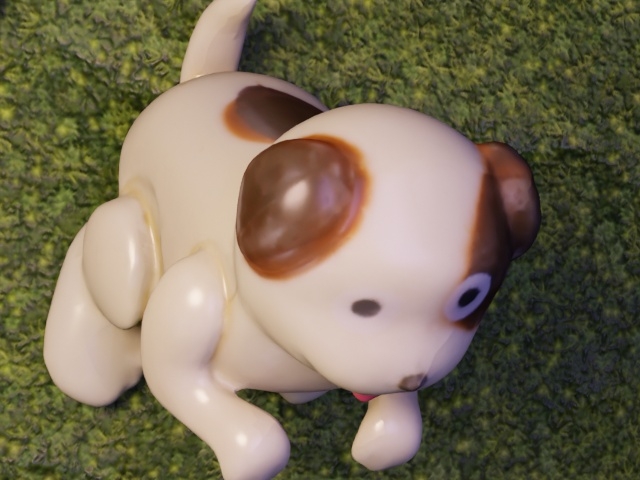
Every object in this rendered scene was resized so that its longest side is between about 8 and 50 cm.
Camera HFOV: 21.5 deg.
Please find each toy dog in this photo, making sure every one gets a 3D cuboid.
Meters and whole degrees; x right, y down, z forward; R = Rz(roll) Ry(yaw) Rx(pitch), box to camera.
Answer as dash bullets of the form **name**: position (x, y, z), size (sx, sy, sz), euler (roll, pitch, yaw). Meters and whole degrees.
- **toy dog**: position (0.000, 0.000, 1.327), size (0.284, 0.408, 0.395), euler (12, 88, -27)
